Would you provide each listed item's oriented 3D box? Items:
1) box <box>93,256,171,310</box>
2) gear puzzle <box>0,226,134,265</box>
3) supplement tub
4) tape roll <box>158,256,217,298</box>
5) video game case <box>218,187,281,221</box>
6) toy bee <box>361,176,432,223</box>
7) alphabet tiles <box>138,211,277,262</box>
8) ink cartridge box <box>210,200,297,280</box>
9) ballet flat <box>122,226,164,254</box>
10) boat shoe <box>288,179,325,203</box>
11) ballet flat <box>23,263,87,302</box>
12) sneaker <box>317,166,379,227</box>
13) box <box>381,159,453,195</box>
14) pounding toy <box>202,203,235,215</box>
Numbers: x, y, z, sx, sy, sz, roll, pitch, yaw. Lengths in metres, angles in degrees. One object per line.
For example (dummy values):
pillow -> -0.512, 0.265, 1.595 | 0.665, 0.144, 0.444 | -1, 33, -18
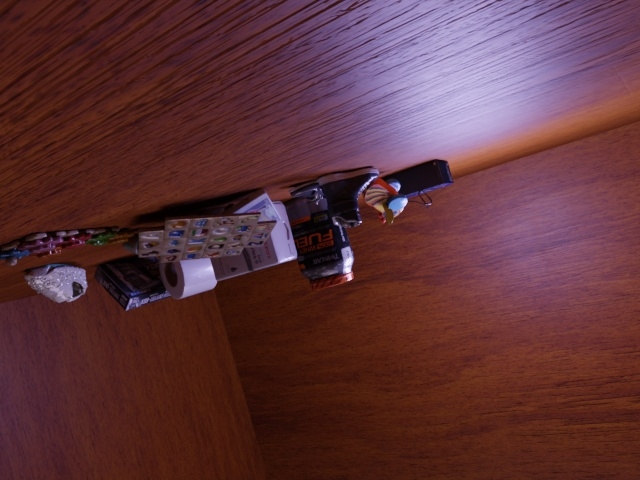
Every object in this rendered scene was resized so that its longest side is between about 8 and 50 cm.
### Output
box -> -0.829, 0.184, 2.127 | 0.307, 0.242, 0.076 | -14, 138, -59
gear puzzle -> -0.594, 0.012, 1.123 | 0.176, 0.044, 0.339 | -16, 179, 21
supplement tub -> 0.000, 0.000, 1.712 | 0.207, 0.337, 0.207 | -17, 179, 0
tape roll -> -0.597, 0.125, 2.077 | 0.169, 0.245, 0.246 | -15, 179, -41
video game case -> -0.209, -0.052, 1.282 | 0.184, 0.023, 0.201 | -32, 162, -3
toy bee -> 0.242, -0.125, 1.649 | 0.162, 0.298, 0.195 | -46, -155, 33
alphabet tiles -> -0.299, -0.005, 1.223 | 0.343, 0.011, 0.285 | -5, 160, -23
ink cartridge box -> -0.249, 0.003, 1.605 | 0.289, 0.211, 0.122 | -18, 177, 30
ballet flat -> -0.504, -0.007, 1.374 | 0.068, 0.072, 0.213 | 13, -168, 13
boat shoe -> -0.003, -0.144, 1.374 | 0.206, 0.064, 0.075 | -15, 179, -42
ballet flat -> -0.935, 0.159, 1.687 | 0.147, 0.146, 0.409 | -16, 179, -12
sneaker -> 0.102, -0.125, 1.364 | 0.226, 0.163, 0.086 | -17, 179, -37
box -> 0.367, -0.229, 1.817 | 0.261, 0.103, 0.184 | -16, 177, 28
pounding toy -> -0.294, -0.052, 1.330 | 0.181, 0.094, 0.206 | -15, 154, -43
